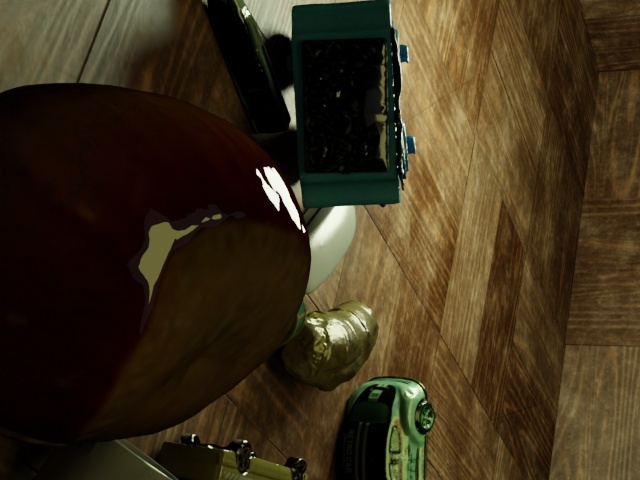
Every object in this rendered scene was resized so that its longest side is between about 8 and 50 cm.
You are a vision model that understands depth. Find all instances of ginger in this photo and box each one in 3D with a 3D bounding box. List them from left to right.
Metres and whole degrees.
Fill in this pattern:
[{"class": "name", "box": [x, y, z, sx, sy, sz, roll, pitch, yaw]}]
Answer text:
[{"class": "ginger", "box": [0.016, 0.161, 1.885, 0.109, 0.116, 0.263, -53, 168, 17]}]

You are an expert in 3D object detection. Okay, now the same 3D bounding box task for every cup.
[{"class": "cup", "box": [-0.242, 0.269, 1.284, 0.134, 0.173, 0.142, 40, 80, -25]}]

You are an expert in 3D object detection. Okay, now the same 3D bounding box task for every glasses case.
[{"class": "glasses case", "box": [0.000, 0.000, 1.902, 0.233, 0.059, 0.092, -56, 140, -53]}]

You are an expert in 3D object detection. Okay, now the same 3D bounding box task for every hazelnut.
[{"class": "hazelnut", "box": [-0.210, 0.022, 1.136, 0.409, 0.359, 0.359, 19, 72, -60]}]

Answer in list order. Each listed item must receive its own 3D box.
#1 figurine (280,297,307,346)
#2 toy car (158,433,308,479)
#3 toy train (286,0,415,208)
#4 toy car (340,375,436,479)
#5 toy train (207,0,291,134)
[{"class": "figurine", "box": [-0.130, 0.093, 1.488, 0.275, 0.158, 0.161, -32, 144, -63]}, {"class": "toy car", "box": [-0.112, 0.325, 1.596, 0.257, 0.101, 0.124, 35, 62, -59]}, {"class": "toy train", "box": [0.043, -0.190, 1.796, 0.265, 0.188, 0.300, -65, 151, -82]}, {"class": "toy car", "box": [0.100, 0.376, 2.032, 0.125, 0.136, 0.305, 11, 81, -52]}, {"class": "toy train", "box": [-0.100, -0.259, 1.694, 0.048, 0.055, 0.252, -65, 146, -43]}]
